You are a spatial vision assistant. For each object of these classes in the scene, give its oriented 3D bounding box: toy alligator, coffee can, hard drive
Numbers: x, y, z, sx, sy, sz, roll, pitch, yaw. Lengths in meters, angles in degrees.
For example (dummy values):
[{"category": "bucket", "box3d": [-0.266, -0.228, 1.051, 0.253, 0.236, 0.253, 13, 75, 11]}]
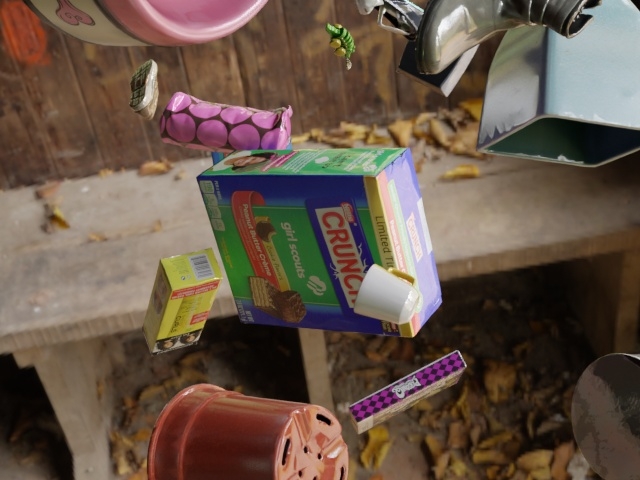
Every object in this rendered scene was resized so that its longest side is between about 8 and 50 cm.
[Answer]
[{"category": "toy alligator", "box3d": [0.066, -0.509, 2.479, 0.051, 0.189, 0.056, -2, 65, 22]}, {"category": "coffee can", "box3d": [0.567, 0.277, 1.498, 0.275, 0.201, 0.201, 3, 30, -32]}, {"category": "hard drive", "box3d": [0.312, -0.512, 2.397, 0.172, 0.254, 0.054, 31, 7, 17]}]

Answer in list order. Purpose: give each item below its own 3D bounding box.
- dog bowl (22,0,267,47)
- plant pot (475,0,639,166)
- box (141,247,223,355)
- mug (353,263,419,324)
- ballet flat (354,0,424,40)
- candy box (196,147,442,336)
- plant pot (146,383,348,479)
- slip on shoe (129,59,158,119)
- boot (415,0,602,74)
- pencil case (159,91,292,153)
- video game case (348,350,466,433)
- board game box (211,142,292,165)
[{"category": "dog bowl", "box3d": [-0.164, -0.401, 1.050, 0.150, 0.408, 0.408, 23, 48, 28]}, {"category": "plant pot", "box3d": [0.431, -0.285, 1.619, 0.247, 0.248, 0.252, 6, 80, -16]}, {"category": "box", "box3d": [-0.218, 0.099, 1.476, 0.087, 0.232, 0.058, -13, 63, -26]}, {"category": "mug", "box3d": [0.083, 0.061, 1.108, 0.064, 0.062, 0.078, 22, 69, 16]}, {"category": "ballet flat", "box3d": [0.111, -0.427, 1.715, 0.074, 0.203, 0.074, -43, 29, 32]}, {"category": "candy box", "box3d": [0.000, 0.000, 1.433, 0.317, 0.268, 0.122, 1, 29, 31]}, {"category": "plant pot", "box3d": [-0.113, 0.386, 1.657, 0.265, 0.272, 0.272, -8, 33, 37]}, {"category": "slip on shoe", "box3d": [-0.309, -0.269, 1.690, 0.051, 0.041, 0.135, -26, 41, 19]}, {"category": "boot", "box3d": [0.236, -0.278, 1.154, 0.161, 0.083, 0.246, 24, 58, 31]}, {"category": "pencil case", "box3d": [-0.152, -0.189, 1.538, 0.209, 0.095, 0.098, 10, 72, 6]}, {"category": "video game case", "box3d": [0.165, 0.297, 1.834, 0.232, 0.210, 0.042, -26, 74, -6]}, {"category": "board game box", "box3d": [-0.130, -0.124, 1.900, 0.160, 0.210, 0.047, -7, 4, 14]}]
